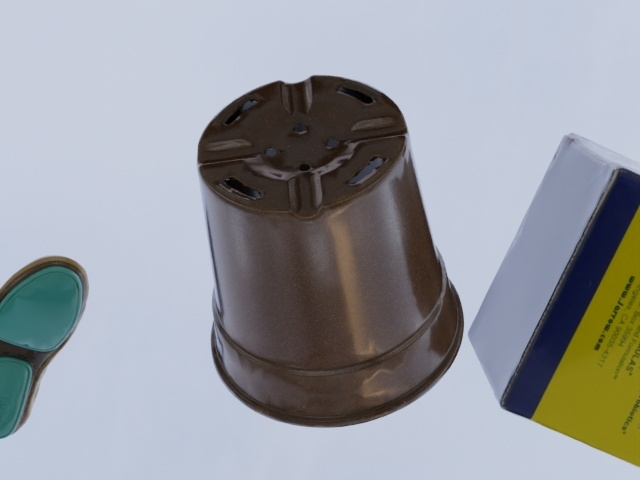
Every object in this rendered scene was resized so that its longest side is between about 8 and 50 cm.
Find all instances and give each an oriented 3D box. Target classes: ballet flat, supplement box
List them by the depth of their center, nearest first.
[{"bbox_3d":[0.321,0.084,1.137,0.356,0.194,0.195,24,-80,-7],"label":"supplement box"},{"bbox_3d":[-0.271,0.082,1.346,0.080,0.232,0.073,21,-146,-17],"label":"ballet flat"}]

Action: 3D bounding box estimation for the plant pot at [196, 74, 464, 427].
[{"bbox_3d":[0.000,0.000,0.913,0.167,0.165,0.167,-5,-136,5],"label":"plant pot"}]
